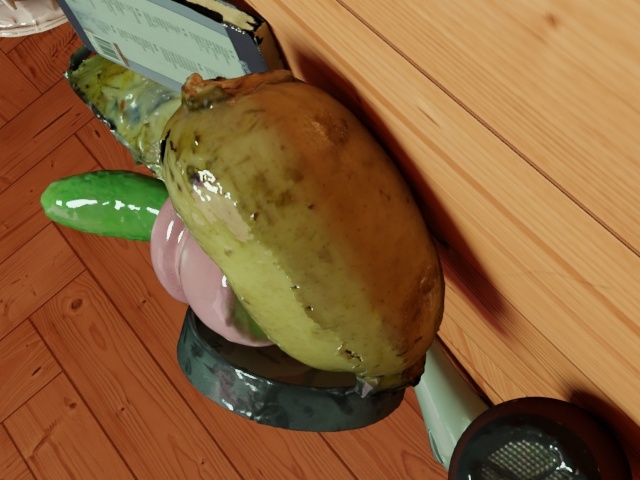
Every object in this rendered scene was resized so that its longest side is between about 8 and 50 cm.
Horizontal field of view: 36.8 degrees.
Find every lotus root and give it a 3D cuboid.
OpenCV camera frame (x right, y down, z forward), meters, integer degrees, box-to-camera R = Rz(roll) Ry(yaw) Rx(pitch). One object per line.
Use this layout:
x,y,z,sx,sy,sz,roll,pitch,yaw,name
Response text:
0.000,0.000,0.667,0.284,0.146,0.160,60,-170,-29,lotus root

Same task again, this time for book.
-0.122,-0.163,0.766,0.231,0.026,0.157,27,164,20,book

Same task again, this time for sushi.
-0.181,-0.153,1.149,0.291,0.139,0.131,45,180,30,sushi

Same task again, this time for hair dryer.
0.172,0.183,1.062,0.229,0.092,0.267,55,161,1,hair dryer
0.253,0.240,0.664,0.340,0.123,0.312,34,179,29,hair dryer

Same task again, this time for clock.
-0.032,0.141,1.307,0.319,0.319,0.066,43,128,51,clock

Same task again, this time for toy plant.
-0.155,-0.016,1.253,0.356,0.317,0.210,45,133,41,toy plant

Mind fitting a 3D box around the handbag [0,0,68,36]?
-0.280,-0.279,0.840,0.116,0.179,0.205,75,169,-60,handbag
